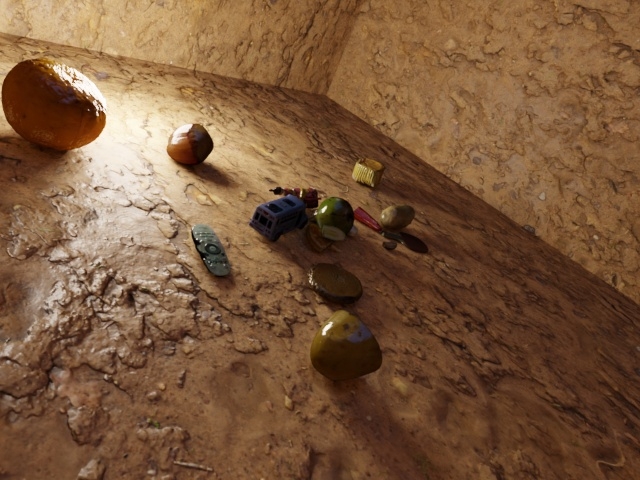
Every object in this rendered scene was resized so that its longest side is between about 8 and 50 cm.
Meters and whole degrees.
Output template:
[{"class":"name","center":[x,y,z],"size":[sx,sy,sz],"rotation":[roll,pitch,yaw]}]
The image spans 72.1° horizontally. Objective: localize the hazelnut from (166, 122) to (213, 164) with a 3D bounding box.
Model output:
[{"class":"hazelnut","center":[-0.587,-0.439,1.978],"size":[0.210,0.186,0.210],"rotation":[20,45,-21]}]

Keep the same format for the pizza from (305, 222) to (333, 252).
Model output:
[{"class":"pizza","center":[-0.001,0.000,1.844],"size":[0.134,0.046,0.175],"rotation":[19,32,-22]}]

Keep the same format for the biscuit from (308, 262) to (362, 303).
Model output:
[{"class":"biscuit","center":[0.053,0.159,1.623],"size":[0.226,0.042,0.226],"rotation":[18,29,-10]}]

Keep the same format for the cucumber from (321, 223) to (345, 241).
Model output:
[{"class":"cucumber","center":[0.053,-0.023,1.842],"size":[0.107,0.035,0.067],"rotation":[18,59,-26]}]

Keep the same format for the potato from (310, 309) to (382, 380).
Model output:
[{"class":"potato","center":[0.051,0.318,1.239],"size":[0.158,0.178,0.203],"rotation":[-27,74,-38]}]

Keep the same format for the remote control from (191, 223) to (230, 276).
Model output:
[{"class":"remote control","center":[-0.377,0.033,1.492],"size":[0.097,0.045,0.256],"rotation":[2,39,-35]}]

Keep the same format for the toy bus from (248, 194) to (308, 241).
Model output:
[{"class":"toy bus","center":[-0.154,-0.104,1.806],"size":[0.125,0.133,0.292],"rotation":[34,29,17]}]

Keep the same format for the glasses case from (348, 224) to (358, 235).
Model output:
[{"class":"glasses case","center":[0.088,-0.083,2.053],"size":[0.193,0.049,0.074],"rotation":[32,29,15]}]

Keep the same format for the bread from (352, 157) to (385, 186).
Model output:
[{"class":"bread","center":[0.292,-0.413,2.689],"size":[0.179,0.133,0.250],"rotation":[27,27,5]}]

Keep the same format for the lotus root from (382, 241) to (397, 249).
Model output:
[{"class":"lotus root","center":[0.326,0.026,2.082],"size":[0.083,0.030,0.037],"rotation":[2,67,-31]}]

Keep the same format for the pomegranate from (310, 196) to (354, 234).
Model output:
[{"class":"pomegranate","center":[0.050,-0.092,1.943],"size":[0.179,0.210,0.179],"rotation":[23,53,-34]}]

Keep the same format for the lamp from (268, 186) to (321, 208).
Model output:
[{"class":"lamp","center":[-0.120,-0.190,2.007],"size":[0.253,0.118,0.118],"rotation":[-6,41,-46]}]

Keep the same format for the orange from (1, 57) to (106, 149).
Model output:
[{"class":"orange","center":[-0.986,-0.489,1.631],"size":[0.340,0.293,0.340],"rotation":[36,20,-16]}]

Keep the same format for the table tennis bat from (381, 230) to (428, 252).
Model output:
[{"class":"table tennis bat","center":[0.428,-0.002,2.222],"size":[0.274,0.021,0.154],"rotation":[16,29,-21]}]

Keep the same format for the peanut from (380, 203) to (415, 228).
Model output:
[{"class":"peanut","center":[0.399,-0.121,2.295],"size":[0.224,0.129,0.129],"rotation":[-9,43,-33]}]

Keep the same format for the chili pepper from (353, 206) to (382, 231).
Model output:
[{"class":"chili pepper","center":[0.239,-0.098,2.194],"size":[0.169,0.065,0.088],"rotation":[38,31,15]}]
